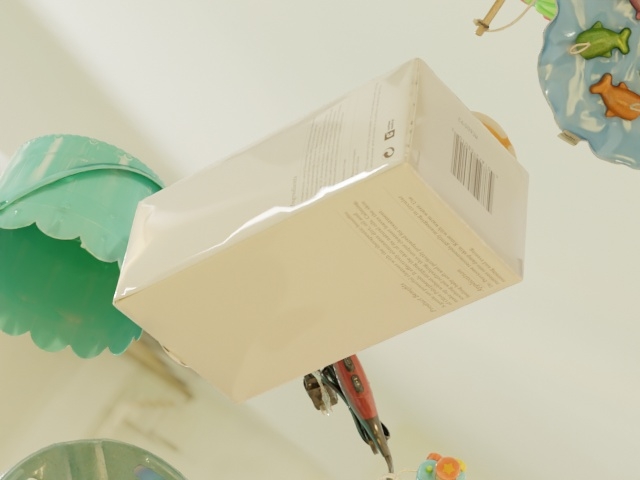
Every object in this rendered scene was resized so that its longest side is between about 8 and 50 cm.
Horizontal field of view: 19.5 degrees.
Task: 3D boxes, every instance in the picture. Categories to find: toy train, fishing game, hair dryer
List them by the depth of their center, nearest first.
[{"bbox_3d":[0.263,-0.148,1.489,0.264,0.189,0.041,35,7,1],"label":"fishing game"},{"bbox_3d":[0.138,0.303,2.047,0.166,0.125,0.046,57,-25,28],"label":"toy train"},{"bbox_3d":[0.034,0.130,2.226,0.223,0.080,0.293,40,-27,49],"label":"hair dryer"}]

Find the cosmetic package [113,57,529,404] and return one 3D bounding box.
[{"bbox_3d":[0.000,0.000,1.821,0.365,0.155,0.197,-23,-51,31],"label":"cosmetic package"}]

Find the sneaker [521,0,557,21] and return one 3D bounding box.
[{"bbox_3d":[0.360,-0.227,1.616,0.483,0.185,0.202,30,-45,18],"label":"sneaker"}]

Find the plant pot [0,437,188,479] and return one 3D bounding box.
[{"bbox_3d":[-0.266,0.363,1.882,0.341,0.341,0.334,36,-32,-6],"label":"plant pot"}]

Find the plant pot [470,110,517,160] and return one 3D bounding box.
[{"bbox_3d":[0.142,-0.079,2.356,0.205,0.205,0.188,39,-34,-22],"label":"plant pot"}]

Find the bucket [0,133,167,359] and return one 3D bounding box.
[{"bbox_3d":[-0.328,0.004,2.460,0.281,0.183,0.281,11,-36,9],"label":"bucket"}]
